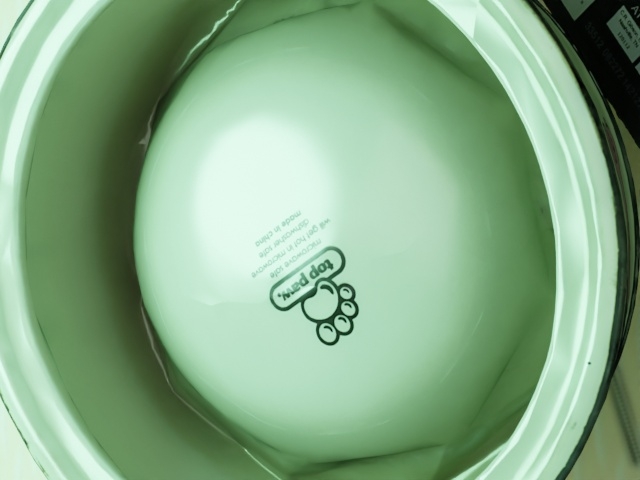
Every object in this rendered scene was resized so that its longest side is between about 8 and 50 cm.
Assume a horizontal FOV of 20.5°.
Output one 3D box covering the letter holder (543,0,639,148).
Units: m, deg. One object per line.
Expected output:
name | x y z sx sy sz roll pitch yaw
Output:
letter holder | 0.218 -0.238 1.037 0.302 0.214 0.152 60 144 15

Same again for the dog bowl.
dog bowl | 0.000 0.000 1.012 0.408 0.150 0.408 3 97 27
